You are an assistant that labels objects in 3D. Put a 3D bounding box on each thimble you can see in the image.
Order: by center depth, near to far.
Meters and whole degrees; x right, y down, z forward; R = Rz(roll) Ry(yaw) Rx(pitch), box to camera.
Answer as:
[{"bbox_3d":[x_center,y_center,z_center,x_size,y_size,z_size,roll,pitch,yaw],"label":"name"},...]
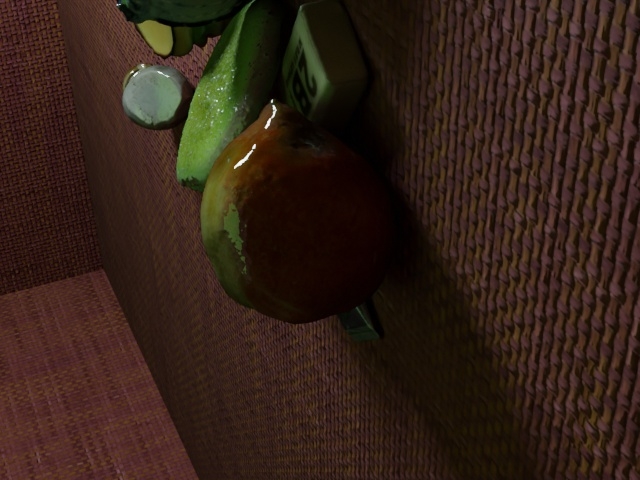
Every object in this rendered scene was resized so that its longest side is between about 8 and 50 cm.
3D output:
[{"bbox_3d":[-0.179,-0.392,1.348,0.150,0.237,0.237,125,128,-63],"label":"thimble"}]

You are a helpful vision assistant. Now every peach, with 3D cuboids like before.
[{"bbox_3d":[-0.031,-0.037,1.228,0.232,0.232,0.257,-164,70,-69],"label":"peach"}]

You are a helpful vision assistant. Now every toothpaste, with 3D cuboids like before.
[{"bbox_3d":[0.000,0.000,1.409,0.299,0.073,0.114,66,161,2],"label":"toothpaste"}]

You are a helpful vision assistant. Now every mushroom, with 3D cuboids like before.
[{"bbox_3d":[-0.318,-0.278,2.021,0.350,0.128,0.128,-145,43,-69],"label":"mushroom"}]

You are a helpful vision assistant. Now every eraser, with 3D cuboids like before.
[{"bbox_3d":[-0.001,-0.193,1.260,0.172,0.058,0.117,118,134,-64],"label":"eraser"}]

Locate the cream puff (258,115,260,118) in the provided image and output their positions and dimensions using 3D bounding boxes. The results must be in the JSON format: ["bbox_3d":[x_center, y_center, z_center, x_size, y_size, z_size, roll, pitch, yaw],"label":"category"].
[{"bbox_3d":[-0.104,-0.123,1.544,0.126,0.103,0.144,-3,102,58],"label":"cream puff"}]

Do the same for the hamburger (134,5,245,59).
[{"bbox_3d":[-0.205,-0.394,1.547,0.237,0.149,0.237,52,158,31],"label":"hamburger"}]

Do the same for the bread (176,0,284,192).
[{"bbox_3d":[-0.127,-0.202,1.425,0.301,0.045,0.301,-48,31,41],"label":"bread"}]
